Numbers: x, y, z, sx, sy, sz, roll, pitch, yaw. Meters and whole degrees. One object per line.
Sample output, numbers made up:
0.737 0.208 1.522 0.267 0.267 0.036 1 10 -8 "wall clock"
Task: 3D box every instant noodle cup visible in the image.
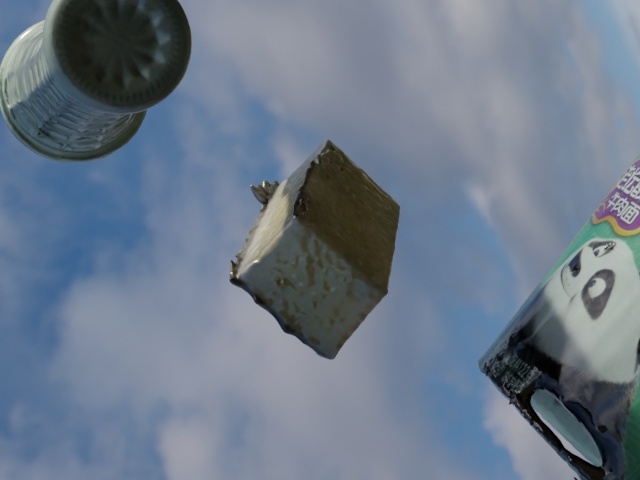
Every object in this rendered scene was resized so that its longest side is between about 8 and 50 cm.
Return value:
0.221 0.070 0.780 0.251 0.190 0.251 43 -176 -4 "instant noodle cup"

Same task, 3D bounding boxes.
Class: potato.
0.000 -0.001 0.758 0.086 0.061 0.122 43 -154 -13 "potato"

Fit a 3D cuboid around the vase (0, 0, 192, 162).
-0.192 -0.145 1.158 0.143 0.143 0.299 69 164 -5 "vase"
